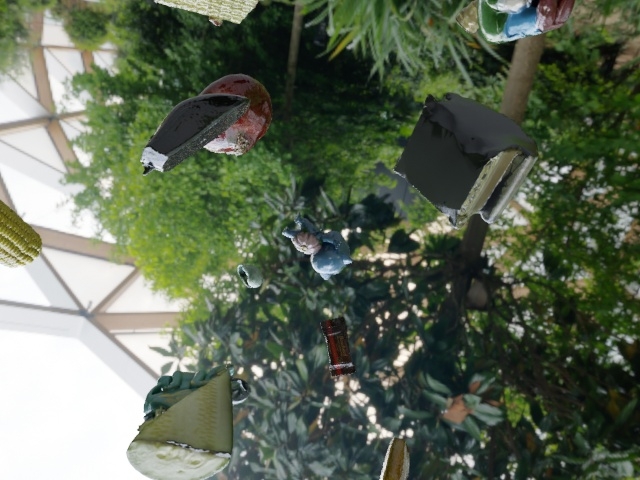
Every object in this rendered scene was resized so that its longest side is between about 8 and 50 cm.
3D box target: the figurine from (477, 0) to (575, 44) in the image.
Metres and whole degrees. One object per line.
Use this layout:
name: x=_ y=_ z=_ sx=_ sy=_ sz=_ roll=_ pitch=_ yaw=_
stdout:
figurine: x=0.291 y=-0.435 z=0.841 sx=0.127 sy=0.235 sz=0.185 roll=-19 pitch=-161 yaw=-12

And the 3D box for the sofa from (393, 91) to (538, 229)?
sofa: x=0.315 y=-0.174 z=1.165 sx=0.181 sy=0.200 sz=0.258 roll=-9 pitch=-135 yaw=-39

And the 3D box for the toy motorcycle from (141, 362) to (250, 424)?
toy motorcycle: x=-0.330 y=0.403 z=1.372 sx=0.296 sy=0.109 sz=0.198 roll=-14 pitch=-145 yaw=-34

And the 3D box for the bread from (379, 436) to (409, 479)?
bread: x=0.149 y=0.446 z=1.066 sx=0.054 sy=0.136 sz=0.154 roll=10 pitch=-160 yaw=14

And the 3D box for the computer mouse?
computer mouse: x=-0.266 y=-0.229 z=1.096 sx=0.088 sy=0.264 sz=0.147 roll=49 pitch=166 yaw=-3

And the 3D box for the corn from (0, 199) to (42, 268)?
corn: x=-0.491 y=-0.038 z=0.759 sx=0.081 sy=0.248 sz=0.081 roll=-3 pitch=-119 yaw=6

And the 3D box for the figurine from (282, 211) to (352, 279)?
figurine: x=-0.003 y=0.001 z=1.332 sx=0.178 sy=0.114 sz=0.145 roll=39 pitch=-159 yaw=-16

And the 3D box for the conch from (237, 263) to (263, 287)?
conch: x=-0.210 y=0.103 z=1.639 sx=0.076 sy=0.086 sz=0.056 roll=-15 pitch=-169 yaw=46

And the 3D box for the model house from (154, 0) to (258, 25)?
model house: x=-0.210 y=-0.535 z=1.028 sx=0.195 sy=0.254 sz=0.160 roll=-2 pitch=-128 yaw=-35

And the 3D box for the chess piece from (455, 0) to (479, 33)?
chess piece: x=0.349 y=-0.504 z=1.087 sx=0.060 sy=0.172 sz=0.060 roll=21 pitch=-136 yaw=-23

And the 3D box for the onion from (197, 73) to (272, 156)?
onion: x=-0.230 y=-0.325 z=1.428 sx=0.161 sy=0.248 sz=0.248 roll=39 pitch=-153 yaw=13

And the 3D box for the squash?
squash: x=-0.251 y=0.317 z=0.982 sx=0.169 sy=0.093 sz=0.252 roll=16 pitch=-162 yaw=-16

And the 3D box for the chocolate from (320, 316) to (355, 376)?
chocolate: x=0.056 y=0.333 z=1.686 sx=0.085 sy=0.183 sz=0.028 roll=-14 pitch=-179 yaw=1
